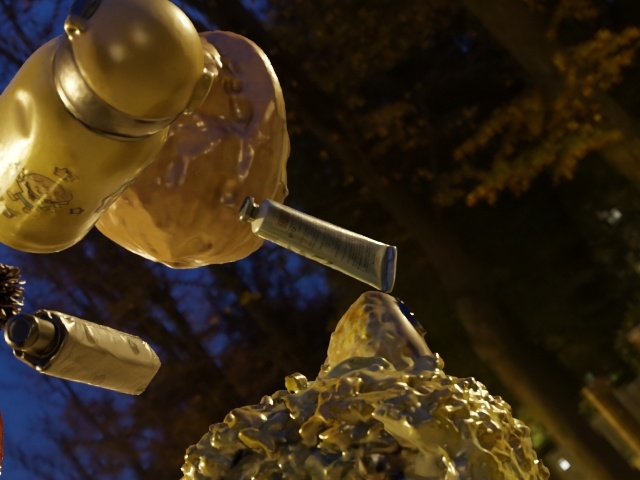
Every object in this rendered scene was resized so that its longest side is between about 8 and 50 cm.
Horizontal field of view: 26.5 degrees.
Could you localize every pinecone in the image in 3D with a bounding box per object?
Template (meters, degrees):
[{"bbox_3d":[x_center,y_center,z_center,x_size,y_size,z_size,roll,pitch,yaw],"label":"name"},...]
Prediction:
[{"bbox_3d":[-0.381,0.067,1.591,0.077,0.083,0.077,-16,-19,-6],"label":"pinecone"}]

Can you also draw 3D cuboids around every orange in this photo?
[{"bbox_3d":[0.117,0.257,1.999,0.210,0.271,0.368,-34,-49,-2],"label":"orange"}]

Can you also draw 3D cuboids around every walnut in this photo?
[{"bbox_3d":[-0.213,-0.141,2.164,0.384,0.383,0.383,-38,-14,-11],"label":"walnut"}]

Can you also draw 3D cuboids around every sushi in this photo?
[{"bbox_3d":[0.047,0.303,1.479,0.397,0.351,0.240,-14,-6,27],"label":"sushi"}]

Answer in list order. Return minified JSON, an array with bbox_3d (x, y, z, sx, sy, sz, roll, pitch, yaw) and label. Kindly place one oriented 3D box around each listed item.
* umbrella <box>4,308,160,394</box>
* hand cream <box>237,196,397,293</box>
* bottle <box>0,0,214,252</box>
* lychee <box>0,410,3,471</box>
[{"bbox_3d":[-0.278,0.131,1.601,0.073,0.067,0.337,-66,-19,-4],"label":"umbrella"},{"bbox_3d":[0.000,0.000,2.018,0.055,0.256,0.088,-51,24,47],"label":"hand cream"},{"bbox_3d":[-0.243,-0.127,1.413,0.171,0.171,0.351,-28,-5,-41],"label":"bottle"},{"bbox_3d":[-0.434,0.211,1.348,0.255,0.255,0.300,-14,-51,-61],"label":"lychee"}]
